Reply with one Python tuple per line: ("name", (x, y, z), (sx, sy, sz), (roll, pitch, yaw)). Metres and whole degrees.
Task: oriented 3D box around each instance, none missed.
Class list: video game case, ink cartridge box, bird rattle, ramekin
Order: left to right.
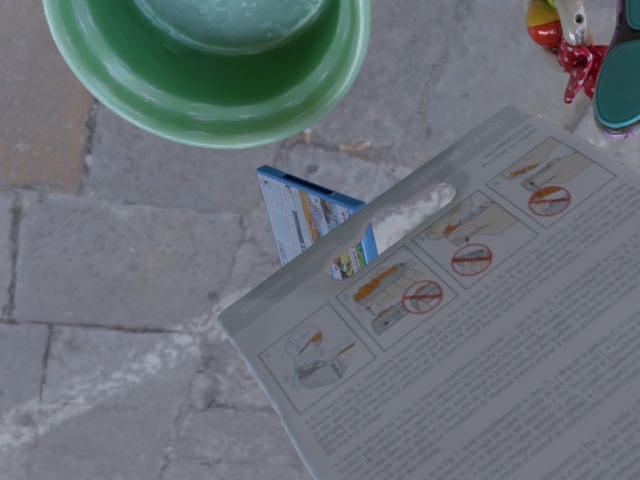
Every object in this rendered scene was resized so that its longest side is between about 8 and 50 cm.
("ramekin", (-0.100, -0.252, 0.844), (0.304, 0.148, 0.303), (3, 133, 3))
("video game case", (0.000, 0.000, 0.815), (0.015, 0.166, 0.119), (-27, 119, -26))
("ink cartridge box", (0.137, 0.090, 0.579), (0.308, 0.385, 0.091), (-36, 131, -7))
("bird rattle", (0.366, -0.323, 1.290), (0.143, 0.207, 0.253), (-29, 105, 1))

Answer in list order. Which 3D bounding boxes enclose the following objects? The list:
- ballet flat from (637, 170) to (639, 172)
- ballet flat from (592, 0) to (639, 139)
("ballet flat", (0.421, -0.061, 1.271), (0.409, 0.147, 0.147), (20, 133, -11))
("ballet flat", (0.302, -0.173, 0.804), (0.077, 0.221, 0.079), (1, 152, 30))
